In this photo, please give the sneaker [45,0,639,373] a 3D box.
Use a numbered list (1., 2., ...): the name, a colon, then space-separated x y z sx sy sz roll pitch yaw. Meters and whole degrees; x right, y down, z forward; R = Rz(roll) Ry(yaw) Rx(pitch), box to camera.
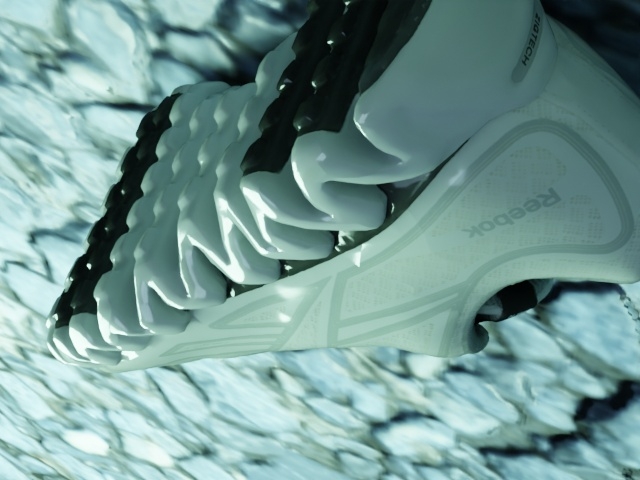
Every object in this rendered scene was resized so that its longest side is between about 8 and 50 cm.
1. sneaker: 0.000 0.000 0.571 0.118 0.110 0.292 30 155 -19
